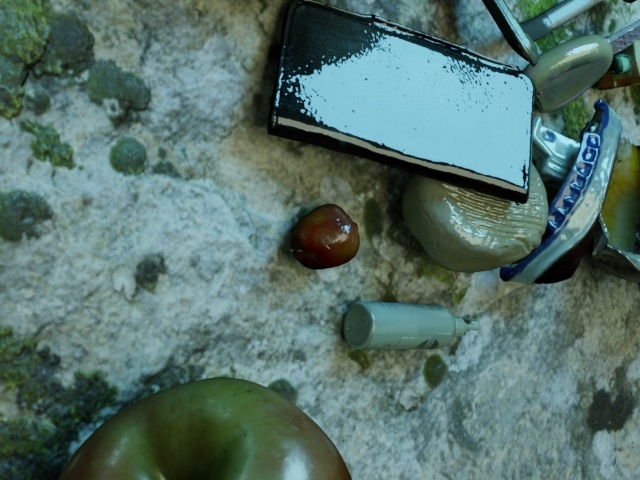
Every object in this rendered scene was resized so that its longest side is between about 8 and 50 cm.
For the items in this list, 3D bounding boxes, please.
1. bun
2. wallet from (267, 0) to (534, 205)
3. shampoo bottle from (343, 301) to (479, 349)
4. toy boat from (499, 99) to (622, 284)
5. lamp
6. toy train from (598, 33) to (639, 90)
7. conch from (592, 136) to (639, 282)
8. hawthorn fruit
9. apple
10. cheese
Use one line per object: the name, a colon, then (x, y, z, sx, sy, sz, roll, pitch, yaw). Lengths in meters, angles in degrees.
bun: (0.175, -0.038, 1.680, 0.173, 0.113, 0.167, 42, 62, -9)
wallet: (0.095, -0.155, 1.591, 0.318, 0.045, 0.172, 14, 71, -21)
shampoo bottle: (0.117, 0.100, 1.684, 0.195, 0.056, 0.056, 3, 93, -38)
toy boat: (0.288, -0.064, 1.779, 0.115, 0.114, 0.262, 19, 78, -3)
lamp: (0.270, -0.336, 1.748, 0.283, 0.124, 0.203, -32, 93, -29)
toy train: (0.431, -0.249, 1.873, 0.188, 0.099, 0.072, -20, 104, -34)
conch: (0.422, -0.025, 1.851, 0.178, 0.163, 0.245, 9, 72, -48)
hawthorn fruit: (0.005, -0.001, 1.579, 0.077, 0.077, 0.077, -4, 97, -38)
apple: (-0.106, 0.308, 1.372, 0.319, 0.319, 0.277, -49, 139, -24)
cheese: (0.341, -0.231, 1.772, 0.192, 0.037, 0.097, -31, 146, 2)
